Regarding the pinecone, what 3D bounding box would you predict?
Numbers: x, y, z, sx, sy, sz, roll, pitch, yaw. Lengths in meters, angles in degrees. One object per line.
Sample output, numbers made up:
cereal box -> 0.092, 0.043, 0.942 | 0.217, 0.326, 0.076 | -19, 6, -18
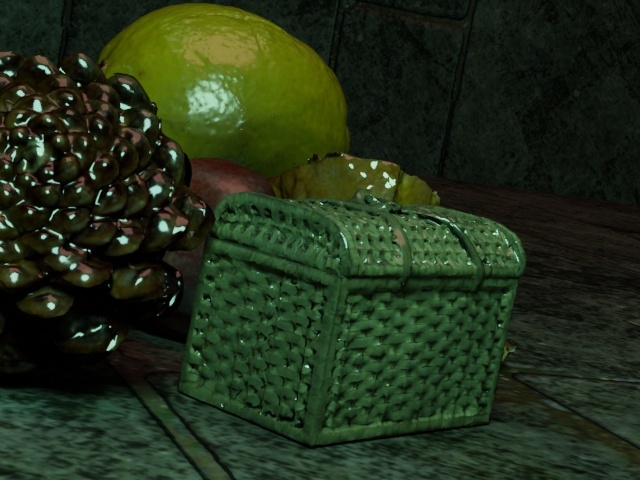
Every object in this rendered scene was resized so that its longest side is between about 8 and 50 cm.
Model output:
pinecone -> -0.193, -0.012, 0.892 | 0.222, 0.221, 0.221 | 10, 7, -1

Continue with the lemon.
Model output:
lemon -> -0.117, -0.120, 1.508 | 0.297, 0.297, 0.297 | 10, 7, -1

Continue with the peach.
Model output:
peach -> -0.077, 0.015, 1.092 | 0.152, 0.152, 0.152 | 10, 7, -1

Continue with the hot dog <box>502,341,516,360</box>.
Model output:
hot dog -> 0.104, 0.081, 1.175 | 0.133, 0.041, 0.056 | 12, 7, 12

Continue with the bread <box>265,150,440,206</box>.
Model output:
bread -> -0.005, 0.009, 1.223 | 0.129, 0.134, 0.260 | 17, -13, -32

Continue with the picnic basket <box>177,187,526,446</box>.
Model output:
picnic basket -> 0.027, 0.043, 0.932 | 0.134, 0.154, 0.196 | 16, 10, 42

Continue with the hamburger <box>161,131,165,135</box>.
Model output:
hamburger -> -0.281, -0.048, 1.177 | 0.290, 0.170, 0.314 | 7, 6, 29
